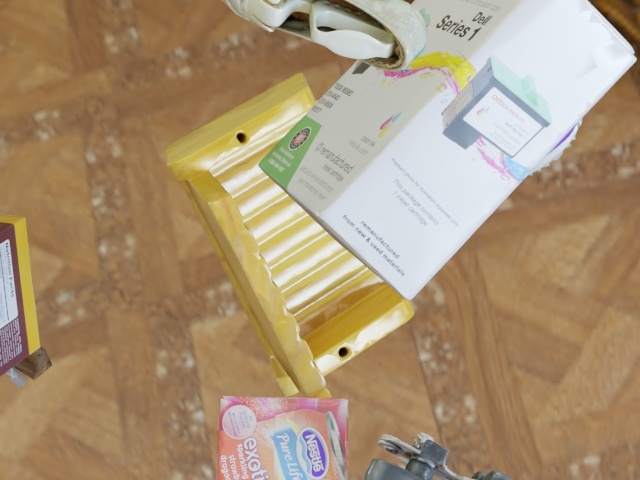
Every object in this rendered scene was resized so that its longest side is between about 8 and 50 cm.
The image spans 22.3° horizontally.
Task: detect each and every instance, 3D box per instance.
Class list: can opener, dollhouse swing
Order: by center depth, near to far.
[{"bbox_3d":[0.171,0.280,1.686,0.280,0.074,0.093,27,77,-11],"label":"can opener"},{"bbox_3d":[0.000,0.000,2.054,0.315,0.347,0.305,-31,17,-20],"label":"dollhouse swing"}]

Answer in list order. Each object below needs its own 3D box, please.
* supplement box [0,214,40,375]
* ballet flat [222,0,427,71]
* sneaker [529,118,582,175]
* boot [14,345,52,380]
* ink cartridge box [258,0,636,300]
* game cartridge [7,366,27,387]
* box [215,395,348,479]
[{"bbox_3d":[-0.379,0.061,1.407,0.191,0.129,0.194,6,22,22],"label":"supplement box"},{"bbox_3d":[-0.010,-0.157,1.082,0.168,0.057,0.052,18,42,4],"label":"ballet flat"},{"bbox_3d":[0.137,-0.125,1.791,0.293,0.146,0.102,-14,65,23],"label":"sneaker"},{"bbox_3d":[-0.395,0.151,2.044,0.114,0.106,0.037,28,44,5],"label":"boot"},{"bbox_3d":[0.101,-0.108,1.383,0.278,0.117,0.201,-47,22,-1],"label":"ink cartridge box"},{"bbox_3d":[-0.397,0.145,2.076,0.017,0.056,0.083,-22,72,-7],"label":"game cartridge"},{"bbox_3d":[-0.041,0.273,1.846,0.142,0.300,0.154,2,75,0],"label":"box"}]
